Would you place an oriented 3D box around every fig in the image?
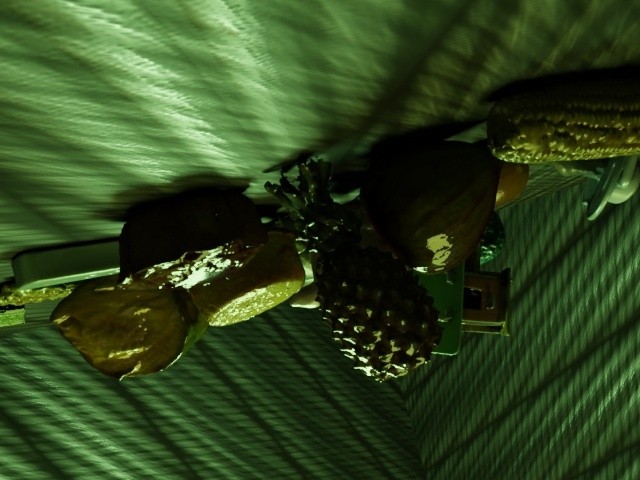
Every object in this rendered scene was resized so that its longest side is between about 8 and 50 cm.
[{"bbox_3d":[0.226,-0.097,0.935,0.321,0.217,0.217,-36,169,14],"label":"fig"}]

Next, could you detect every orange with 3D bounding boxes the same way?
[{"bbox_3d":[0.330,-0.124,1.162,0.156,0.124,0.156,-16,171,-2],"label":"orange"}]

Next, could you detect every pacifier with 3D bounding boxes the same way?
[{"bbox_3d":[0.587,-0.178,1.295,0.207,0.227,0.279,17,-156,14],"label":"pacifier"}]

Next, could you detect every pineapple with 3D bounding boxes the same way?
[{"bbox_3d":[0.040,0.043,0.903,0.175,0.361,0.175,-38,-177,2],"label":"pineapple"}]

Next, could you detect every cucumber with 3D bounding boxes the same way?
[{"bbox_3d":[-0.831,0.176,1.424,0.211,0.062,0.078,-5,137,-30],"label":"cucumber"}]

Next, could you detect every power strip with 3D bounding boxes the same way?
[{"bbox_3d":[-0.375,0.030,1.132,0.385,0.062,0.091,-10,175,-41],"label":"power strip"}]

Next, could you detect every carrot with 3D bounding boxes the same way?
[{"bbox_3d":[-0.377,0.159,1.284,0.242,0.241,0.341,-17,-173,15],"label":"carrot"}]

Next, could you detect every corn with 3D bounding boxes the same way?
[{"bbox_3d":[0.395,-0.174,0.858,0.363,0.120,0.120,-13,174,-25],"label":"corn"}]

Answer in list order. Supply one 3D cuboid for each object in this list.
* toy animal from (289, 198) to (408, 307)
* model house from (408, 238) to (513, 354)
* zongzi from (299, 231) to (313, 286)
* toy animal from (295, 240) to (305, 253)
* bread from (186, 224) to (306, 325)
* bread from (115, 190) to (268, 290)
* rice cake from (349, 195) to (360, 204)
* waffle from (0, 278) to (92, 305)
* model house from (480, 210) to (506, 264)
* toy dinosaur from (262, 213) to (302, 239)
[{"bbox_3d":[0.071,0.039,1.178,0.237,0.269,0.326,7,146,0],"label":"toy animal"},{"bbox_3d":[0.284,0.100,1.363,0.324,0.300,0.340,10,172,-39],"label":"model house"},{"bbox_3d":[0.000,0.000,1.679,0.323,0.160,0.360,-34,141,17],"label":"zongzi"},{"bbox_3d":[-0.159,0.026,1.542,0.219,0.101,0.103,-20,-168,28],"label":"toy animal"},{"bbox_3d":[-0.155,0.074,1.217,0.269,0.145,0.268,-24,164,-8],"label":"bread"},{"bbox_3d":[-0.201,0.006,0.963,0.247,0.135,0.232,-11,173,-38],"label":"bread"},{"bbox_3d":[0.141,-0.100,1.261,0.073,0.056,0.365,-11,173,-17],"label":"rice cake"},{"bbox_3d":[-0.612,0.112,1.335,0.238,0.058,0.243,-9,173,-44],"label":"waffle"},{"bbox_3d":[0.295,-0.040,1.423,0.261,0.225,0.241,-19,168,18],"label":"model house"},{"bbox_3d":[-0.097,-0.028,1.370,0.200,0.072,0.251,-8,-176,6],"label":"toy dinosaur"}]
